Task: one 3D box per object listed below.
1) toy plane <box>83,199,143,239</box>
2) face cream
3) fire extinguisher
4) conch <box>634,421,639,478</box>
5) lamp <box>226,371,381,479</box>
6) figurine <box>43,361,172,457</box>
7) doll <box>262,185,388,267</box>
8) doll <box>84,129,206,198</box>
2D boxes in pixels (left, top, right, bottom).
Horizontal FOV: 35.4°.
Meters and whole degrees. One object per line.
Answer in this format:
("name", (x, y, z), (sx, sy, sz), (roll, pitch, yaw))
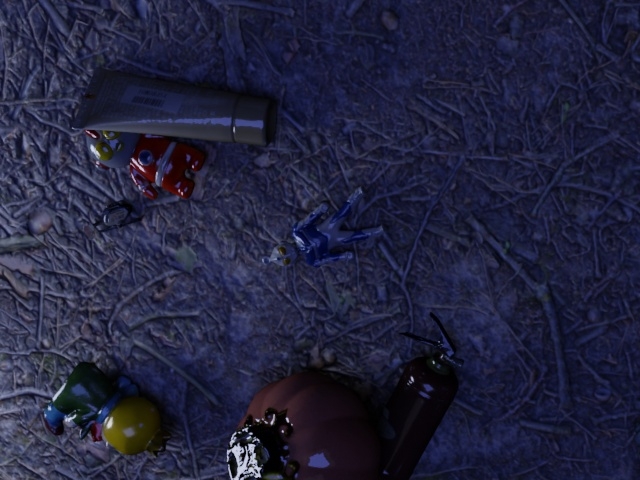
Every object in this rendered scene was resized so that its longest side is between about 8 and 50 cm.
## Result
("toy plane", (-0.389, -0.039, 1.859), (0.120, 0.031, 0.049), (-19, 110, 15))
("face cream", (-0.249, -0.226, 1.733), (0.341, 0.137, 0.084), (9, 152, 9))
("fire extinguisher", (0.156, 0.287, 1.786), (0.138, 0.102, 0.344), (27, 111, 7))
("conch", (0.661, 0.467, 1.673), (0.249, 0.197, 0.368), (-25, 96, -18))
("lamp", (-0.041, 0.382, 1.760), (0.305, 0.239, 0.306), (-11, 76, 47))
("figurine", (-0.408, 0.353, 1.939), (0.234, 0.127, 0.185), (35, 116, -9))
("doll", (0.000, 0.000, 1.763), (0.227, 0.057, 0.114), (-27, 103, 18))
("doll", (-0.327, -0.163, 1.784), (0.245, 0.076, 0.142), (25, 102, 1))
